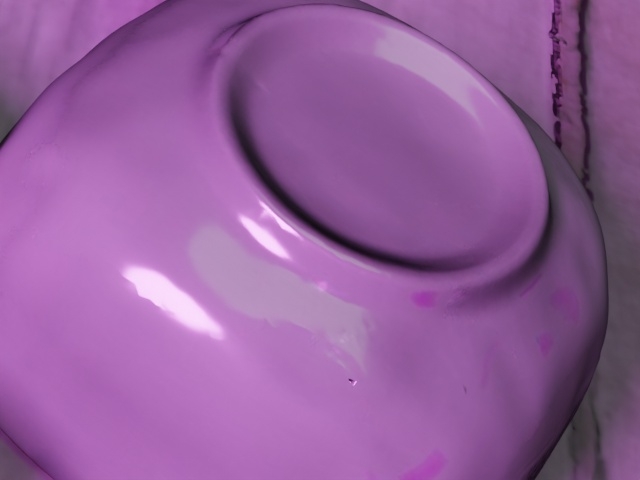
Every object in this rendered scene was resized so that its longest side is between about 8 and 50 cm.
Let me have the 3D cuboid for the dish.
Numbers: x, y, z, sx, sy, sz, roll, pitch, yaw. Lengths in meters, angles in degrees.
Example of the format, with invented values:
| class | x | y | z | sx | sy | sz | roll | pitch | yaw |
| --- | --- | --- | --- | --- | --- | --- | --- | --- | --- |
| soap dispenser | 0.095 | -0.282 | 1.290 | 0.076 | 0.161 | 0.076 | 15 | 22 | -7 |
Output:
| class | x | y | z | sx | sy | sz | roll | pitch | yaw |
| --- | --- | --- | --- | --- | --- | --- | --- | --- | --- |
| dish | 0.000 | 0.000 | 0.667 | 0.256 | 0.117 | 0.256 | 15 | 46 | -16 |
